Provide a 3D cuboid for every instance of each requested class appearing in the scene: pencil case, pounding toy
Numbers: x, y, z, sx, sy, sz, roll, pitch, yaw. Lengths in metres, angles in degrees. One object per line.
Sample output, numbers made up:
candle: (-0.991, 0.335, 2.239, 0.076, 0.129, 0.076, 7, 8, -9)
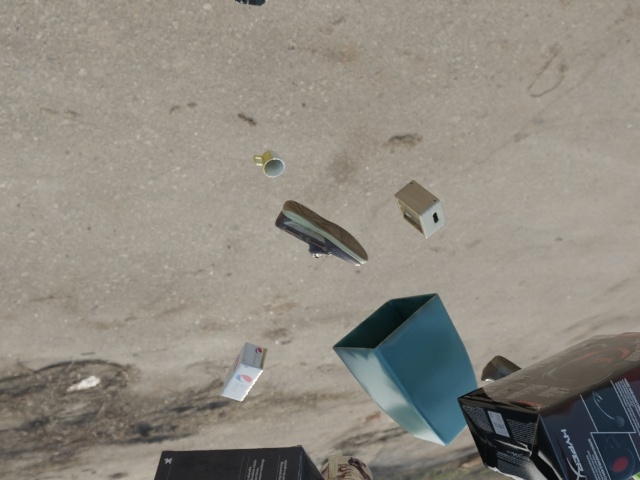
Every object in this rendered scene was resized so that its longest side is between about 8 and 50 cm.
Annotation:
pencil case: (0.049, 0.681, 1.321, 0.160, 0.183, 0.410, -16, 179, 6)
pounding toy: (0.285, -0.092, 1.487, 0.100, 0.130, 0.141, -38, 141, -6)

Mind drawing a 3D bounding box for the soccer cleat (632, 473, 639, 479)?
soccer cleat: (0.530, 0.343, 0.750, 0.060, 0.179, 0.072, -38, 131, -37)

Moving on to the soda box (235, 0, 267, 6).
soda box: (-0.087, -0.478, 0.949, 0.169, 0.060, 0.053, -51, 148, -34)

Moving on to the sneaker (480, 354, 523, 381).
sneaker: (0.445, 0.332, 1.182, 0.071, 0.188, 0.066, -55, 174, 25)

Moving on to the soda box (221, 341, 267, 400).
soda box: (-0.224, 0.385, 1.553, 0.069, 0.073, 0.216, 20, 135, -11)

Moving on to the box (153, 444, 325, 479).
box: (-0.173, 0.593, 1.012, 0.313, 0.343, 0.178, -7, 135, 15)

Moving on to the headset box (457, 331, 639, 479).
headset box: (0.370, 0.212, 0.710, 0.294, 0.110, 0.218, -19, 173, -15)

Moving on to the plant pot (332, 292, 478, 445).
plant pot: (0.177, 0.244, 0.983, 0.166, 0.234, 0.166, -35, -175, -26)

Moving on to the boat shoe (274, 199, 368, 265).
boat shoe: (0.000, 0.000, 1.817, 0.342, 0.123, 0.123, 31, 113, -6)

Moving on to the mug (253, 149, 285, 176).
mug: (-0.143, -0.226, 1.497, 0.062, 0.064, 0.078, -38, 135, 15)
